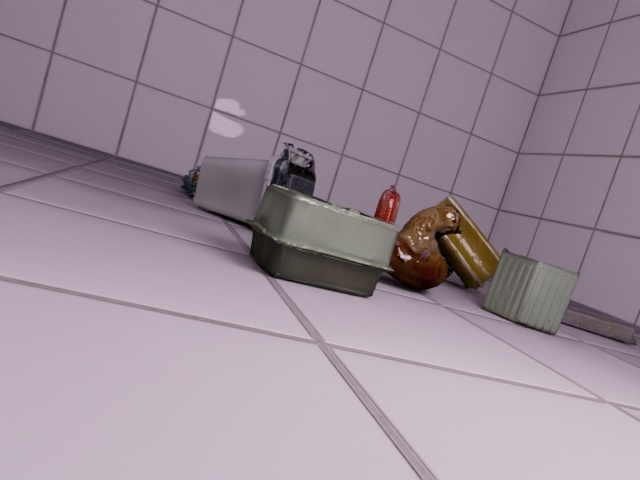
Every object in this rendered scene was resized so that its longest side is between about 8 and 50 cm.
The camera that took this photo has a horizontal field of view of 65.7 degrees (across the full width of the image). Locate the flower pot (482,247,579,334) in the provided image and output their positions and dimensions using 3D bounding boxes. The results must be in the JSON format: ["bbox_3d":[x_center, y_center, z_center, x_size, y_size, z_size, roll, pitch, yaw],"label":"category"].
[{"bbox_3d":[0.603,0.144,1.430,0.209,0.190,0.239,15,7,-35],"label":"flower pot"}]

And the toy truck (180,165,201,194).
[{"bbox_3d":[-0.500,-0.241,2.128,0.184,0.133,0.338,-3,16,-26],"label":"toy truck"}]

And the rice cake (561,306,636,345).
[{"bbox_3d":[0.905,0.275,1.739,0.398,0.064,0.070,18,0,3],"label":"rice cake"}]

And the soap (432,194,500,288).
[{"bbox_3d":[0.518,0.013,1.863,0.335,0.156,0.293,53,5,10],"label":"soap"}]

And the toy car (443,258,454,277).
[{"bbox_3d":[0.396,0.063,1.908,0.193,0.118,0.301,48,-1,-7],"label":"toy car"}]

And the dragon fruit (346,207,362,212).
[{"bbox_3d":[0.133,-0.052,2.098,0.172,0.166,0.160,-99,164,-51],"label":"dragon fruit"}]

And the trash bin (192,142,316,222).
[{"bbox_3d":[-0.218,-0.182,1.663,0.367,0.296,0.255,14,4,28],"label":"trash bin"}]

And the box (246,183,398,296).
[{"bbox_3d":[0.000,0.000,1.029,0.290,0.166,0.220,15,6,-25],"label":"box"}]

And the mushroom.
[{"bbox_3d":[0.246,0.026,1.381,0.267,0.254,0.267,30,-28,17],"label":"mushroom"}]

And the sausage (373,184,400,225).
[{"bbox_3d":[0.199,-0.047,1.602,0.074,0.274,0.074,17,1,0],"label":"sausage"}]
